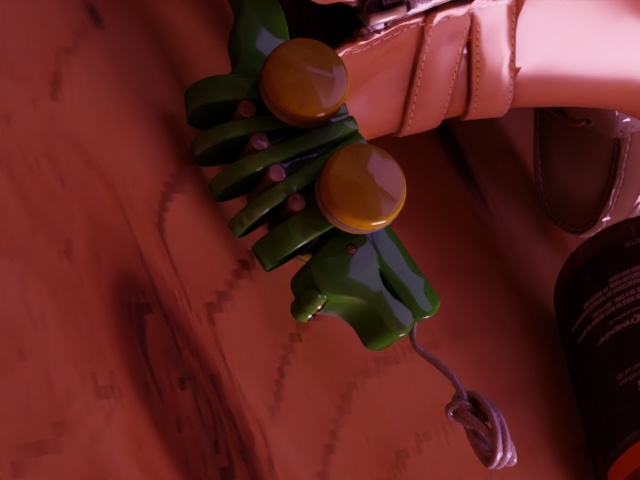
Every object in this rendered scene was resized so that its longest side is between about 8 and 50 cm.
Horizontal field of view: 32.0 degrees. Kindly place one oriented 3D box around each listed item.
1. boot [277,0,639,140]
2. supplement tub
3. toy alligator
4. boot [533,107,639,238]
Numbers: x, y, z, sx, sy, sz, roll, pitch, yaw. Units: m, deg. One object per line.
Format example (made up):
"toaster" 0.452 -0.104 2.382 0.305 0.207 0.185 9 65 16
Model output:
"boot" 0.095 -0.079 0.458 0.109 0.220 0.283 47 -19 49
"supplement tub" 0.177 0.086 0.524 0.106 0.106 0.197 40 31 -33
"toy alligator" 0.000 0.000 0.371 0.051 0.056 0.189 -24 82 -22
"boot" 0.105 -0.094 0.593 0.204 0.261 0.095 -22 40 -32
